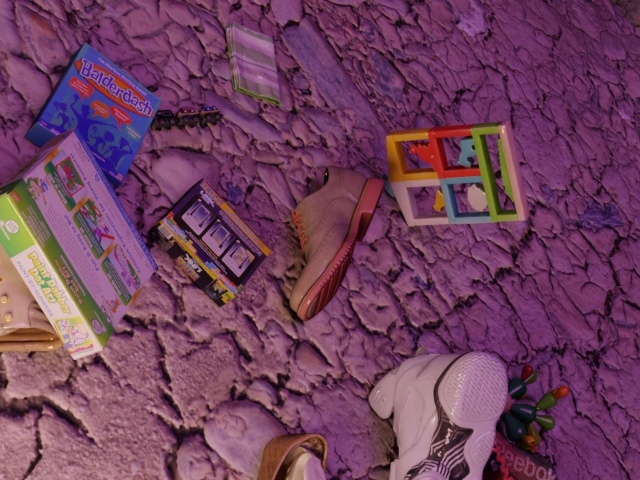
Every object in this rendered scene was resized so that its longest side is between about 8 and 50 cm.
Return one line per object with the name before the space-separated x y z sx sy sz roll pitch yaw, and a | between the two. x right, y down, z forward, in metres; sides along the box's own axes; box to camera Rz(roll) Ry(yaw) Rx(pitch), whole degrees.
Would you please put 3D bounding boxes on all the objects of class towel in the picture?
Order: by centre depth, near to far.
towel | -0.123 -0.333 2.204 0.113 0.023 0.152 13 55 -37

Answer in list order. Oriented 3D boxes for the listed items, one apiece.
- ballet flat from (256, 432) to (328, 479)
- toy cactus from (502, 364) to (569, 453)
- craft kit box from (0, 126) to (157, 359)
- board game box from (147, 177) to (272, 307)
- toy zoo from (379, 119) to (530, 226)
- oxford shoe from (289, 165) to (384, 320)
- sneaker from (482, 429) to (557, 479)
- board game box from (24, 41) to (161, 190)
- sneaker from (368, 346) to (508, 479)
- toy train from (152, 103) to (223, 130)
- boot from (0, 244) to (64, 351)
ballet flat | -0.049 0.415 1.684 0.116 0.124 0.342 37 43 -20
toy cactus | 0.372 0.317 2.196 0.180 0.112 0.219 25 56 -18
craft kit box | -0.342 -0.001 1.639 0.250 0.061 0.246 63 19 -18
board game box | -0.177 0.002 1.902 0.170 0.048 0.141 48 38 -8
toy zoo | 0.239 -0.122 2.224 0.030 0.293 0.192 -41 122 -50
oxford shoe | 0.000 0.000 2.054 0.130 0.123 0.348 24 44 4
sneaker | 0.339 0.406 2.079 0.276 0.097 0.135 52 52 -6
board game box | -0.355 -0.195 1.862 0.160 0.047 0.210 36 43 -21
sneaker | 0.170 0.346 1.946 0.137 0.210 0.366 24 83 -31
toy train | -0.229 -0.212 2.016 0.158 0.027 0.036 -12 62 -47
boot | -0.455 0.038 1.566 0.262 0.095 0.203 23 48 -45
